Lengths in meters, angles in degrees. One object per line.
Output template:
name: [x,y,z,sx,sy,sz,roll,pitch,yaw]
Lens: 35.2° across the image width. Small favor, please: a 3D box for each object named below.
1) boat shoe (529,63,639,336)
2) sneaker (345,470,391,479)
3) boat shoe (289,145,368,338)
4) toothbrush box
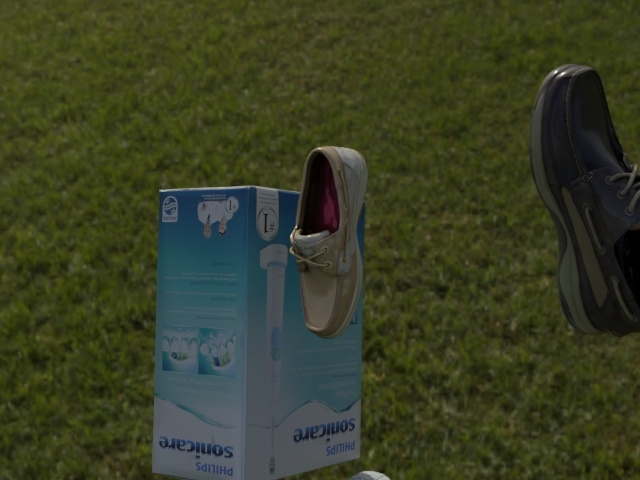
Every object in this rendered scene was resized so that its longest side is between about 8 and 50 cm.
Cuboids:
boat shoe: [0.357,-0.047,1.234,0.130,0.355,0.132,5,30,47]
sneaker: [0.043,0.365,1.079,0.090,0.115,0.232,3,52,9]
boat shoe: [0.000,0.000,0.877,0.063,0.170,0.059,0,-6,36]
toothbrush box: [-0.060,0.097,1.080,0.126,0.295,0.216,-1,-2,34]
